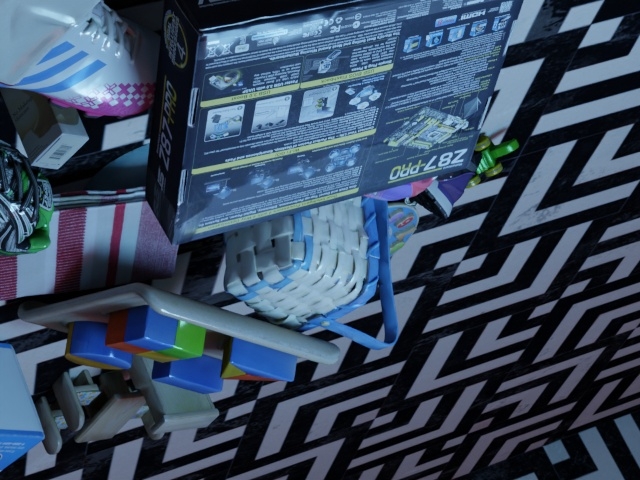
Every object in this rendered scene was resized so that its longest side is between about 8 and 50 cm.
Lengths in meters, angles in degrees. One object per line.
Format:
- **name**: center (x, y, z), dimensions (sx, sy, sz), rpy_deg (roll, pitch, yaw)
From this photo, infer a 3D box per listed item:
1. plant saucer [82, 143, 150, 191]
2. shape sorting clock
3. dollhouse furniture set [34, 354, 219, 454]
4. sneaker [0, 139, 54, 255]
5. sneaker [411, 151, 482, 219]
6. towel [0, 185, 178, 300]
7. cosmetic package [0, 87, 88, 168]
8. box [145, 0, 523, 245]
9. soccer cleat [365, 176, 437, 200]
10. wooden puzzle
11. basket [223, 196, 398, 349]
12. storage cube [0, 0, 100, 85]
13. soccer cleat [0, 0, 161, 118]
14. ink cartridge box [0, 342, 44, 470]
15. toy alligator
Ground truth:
- **plant saucer**: center (-0.215, -0.061, 2.058), dimensions (0.195, 0.037, 0.195), rpy_deg (-22, 155, -11)
- **shape sorting clock**: center (0.064, 0.009, 2.481), dimensions (0.206, 0.040, 0.206), rpy_deg (-22, 156, -10)
- **dollhouse furniture set**: center (-0.292, 0.269, 2.502), dimensions (0.212, 0.161, 0.242), rpy_deg (-2, 147, -44)
- **sneaker**: center (-0.364, -0.076, 1.712), dimensions (0.146, 0.134, 0.343), rpy_deg (2, 163, 0)
- **sneaker**: center (0.148, -0.147, 2.214), dimensions (0.124, 0.107, 0.283), rpy_deg (-51, 152, -7)
- **towel**: center (-0.339, 0.006, 2.019), dimensions (0.329, 0.037, 0.237), rpy_deg (-7, 153, -15)
- **cosmetic package**: center (-0.299, -0.140, 1.709), dimensions (0.060, 0.115, 0.041), rpy_deg (-41, 152, 27)
- **box**: center (0.014, -0.170, 1.740), dimensions (0.395, 0.097, 0.318), rpy_deg (-16, 142, -23)
- **soccer cleat**: center (0.056, -0.088, 2.013), dimensions (0.095, 0.083, 0.248), rpy_deg (-33, 160, 27)
- **wooden puzzle**: center (-0.198, 0.143, 2.148), dimensions (0.322, 0.081, 0.348), rpy_deg (19, 163, -36)
- **basket**: center (0.000, 0.000, 2.159), dimensions (0.289, 0.255, 0.201), rpy_deg (19, 146, -41)
- **storage cube**: center (-0.297, -0.272, 1.343), dimensions (0.183, 0.193, 0.215), rpy_deg (-38, 153, 25)
- **soccer cleat**: center (-0.251, -0.206, 1.620), dimensions (0.331, 0.116, 0.143), rpy_deg (0, 145, -46)
- **ink cartridge box**: center (-0.630, 0.300, 2.213), dimensions (0.395, 0.166, 0.285), rpy_deg (-37, 154, 24)
- **toy alligator**: center (0.207, -0.107, 2.381), dimensions (0.189, 0.056, 0.051), rpy_deg (-28, -163, 4)
